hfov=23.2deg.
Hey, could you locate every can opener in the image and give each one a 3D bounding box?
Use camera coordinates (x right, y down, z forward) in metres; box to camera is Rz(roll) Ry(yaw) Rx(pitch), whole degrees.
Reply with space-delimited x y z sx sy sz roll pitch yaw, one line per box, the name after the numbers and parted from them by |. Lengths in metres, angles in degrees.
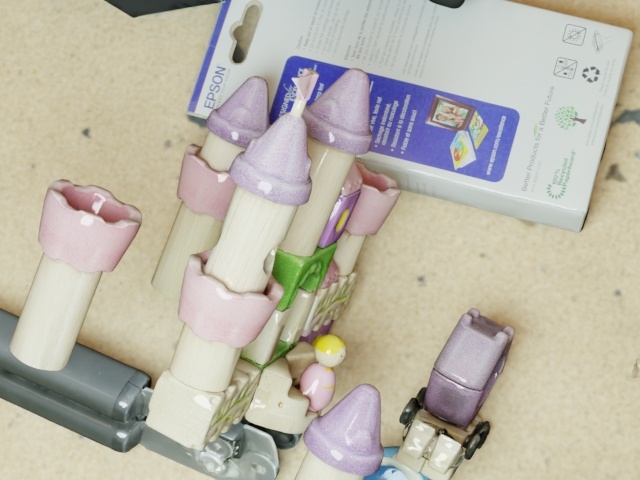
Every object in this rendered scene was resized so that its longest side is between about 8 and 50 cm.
-0.150 0.114 1.230 0.283 0.076 0.095 23 45 12 | can opener

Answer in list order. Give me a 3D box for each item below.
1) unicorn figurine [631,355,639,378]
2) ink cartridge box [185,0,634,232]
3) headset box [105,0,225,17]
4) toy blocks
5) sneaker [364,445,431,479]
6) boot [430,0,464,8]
0.296 0.098 1.185 0.111 0.060 0.162 16 77 10 | unicorn figurine
0.072 -0.127 1.269 0.332 0.065 0.165 16 76 8 | ink cartridge box
-0.166 -0.345 1.250 0.131 0.246 0.283 1 70 48 | headset box
0.000 0.000 1.091 0.309 0.288 0.260 27 108 13 | toy blocks
-0.016 0.231 1.165 0.237 0.086 0.085 -35 76 -4 | sneaker
0.064 -0.276 1.278 0.176 0.088 0.244 10 43 -5 | boot
